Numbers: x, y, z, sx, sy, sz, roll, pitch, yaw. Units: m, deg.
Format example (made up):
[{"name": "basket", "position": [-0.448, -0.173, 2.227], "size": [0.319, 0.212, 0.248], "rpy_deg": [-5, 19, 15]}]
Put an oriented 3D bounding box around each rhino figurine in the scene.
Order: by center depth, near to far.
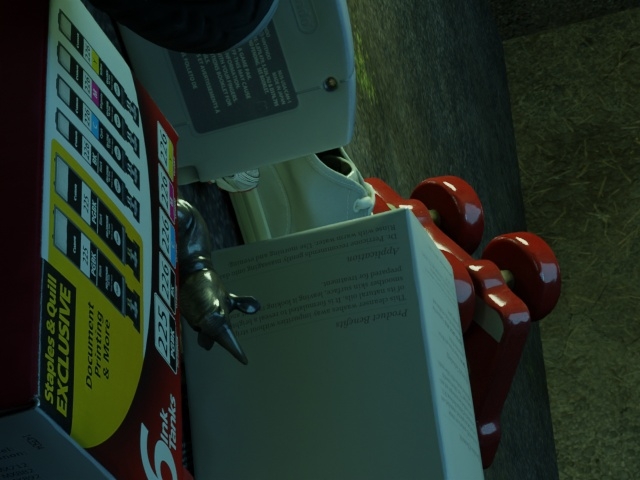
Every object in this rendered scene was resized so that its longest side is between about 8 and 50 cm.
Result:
[{"name": "rhino figurine", "position": [-0.120, -0.004, 1.377], "size": [0.243, 0.073, 0.106], "rpy_deg": [51, 0, 20]}]

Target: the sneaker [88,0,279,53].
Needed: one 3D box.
[{"name": "sneaker", "position": [-0.163, -0.262, 1.158], "size": [0.384, 0.145, 0.147], "rpy_deg": [45, 5, 9]}]

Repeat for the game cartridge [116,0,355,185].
[{"name": "game cartridge", "position": [-0.079, -0.205, 1.635], "size": [0.060, 0.196, 0.294], "rpy_deg": [-70, 145, -65]}]

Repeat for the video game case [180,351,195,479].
[{"name": "video game case", "position": [-0.098, 0.178, 1.572], "size": [0.190, 0.022, 0.173], "rpy_deg": [-10, 88, -76]}]

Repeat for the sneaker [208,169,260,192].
[{"name": "sneaker", "position": [-0.096, -0.148, 1.733], "size": [0.088, 0.092, 0.225], "rpy_deg": [-73, 148, -65]}]

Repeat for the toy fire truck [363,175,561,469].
[{"name": "toy fire truck", "position": [0.107, 0.081, 2.077], "size": [0.302, 0.169, 0.254], "rpy_deg": [41, -53, 38]}]

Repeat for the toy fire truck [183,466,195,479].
[{"name": "toy fire truck", "position": [-0.143, 0.116, 1.390], "size": [0.192, 0.047, 0.135], "rpy_deg": [58, 25, -53]}]

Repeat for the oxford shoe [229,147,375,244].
[{"name": "oxford shoe", "position": [0.000, 0.000, 1.916], "size": [0.169, 0.130, 0.449], "rpy_deg": [-85, 160, -62]}]

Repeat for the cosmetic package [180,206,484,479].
[{"name": "cosmetic package", "position": [0.018, 0.190, 1.532], "size": [0.156, 0.217, 0.385], "rpy_deg": [46, 35, -64]}]

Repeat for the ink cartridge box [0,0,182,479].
[{"name": "ink cartridge box", "position": [-0.190, 0.005, 1.126], "size": [0.272, 0.130, 0.309], "rpy_deg": [56, 25, -54]}]
